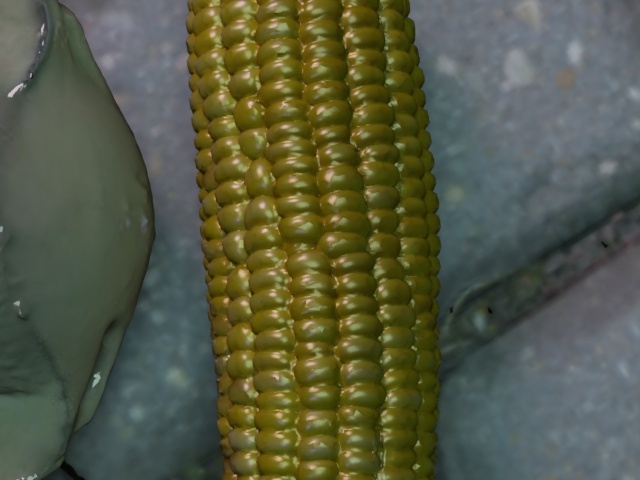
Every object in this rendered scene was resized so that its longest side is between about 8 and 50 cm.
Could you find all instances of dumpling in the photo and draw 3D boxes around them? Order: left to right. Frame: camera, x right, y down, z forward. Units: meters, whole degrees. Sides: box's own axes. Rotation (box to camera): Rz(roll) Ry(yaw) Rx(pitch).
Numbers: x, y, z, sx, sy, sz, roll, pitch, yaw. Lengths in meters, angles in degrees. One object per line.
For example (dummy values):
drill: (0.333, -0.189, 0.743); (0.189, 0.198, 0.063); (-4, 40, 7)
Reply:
dumpling: (-0.143, -0.007, 0.612); (0.155, 0.111, 0.181); (6, 70, 30)

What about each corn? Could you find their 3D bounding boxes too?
corn: (0.000, 0.000, 0.617); (0.093, 0.093, 0.244); (-5, 82, -3)
